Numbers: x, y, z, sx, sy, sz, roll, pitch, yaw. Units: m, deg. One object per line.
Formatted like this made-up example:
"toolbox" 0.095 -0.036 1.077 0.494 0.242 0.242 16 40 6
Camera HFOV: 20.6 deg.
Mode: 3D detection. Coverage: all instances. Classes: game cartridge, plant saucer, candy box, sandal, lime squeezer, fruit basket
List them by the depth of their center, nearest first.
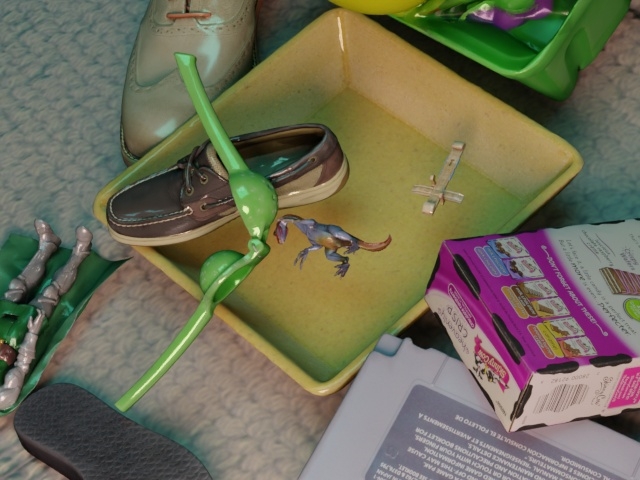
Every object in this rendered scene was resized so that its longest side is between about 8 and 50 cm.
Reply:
"game cartridge" 0.136 0.210 1.370 0.294 0.060 0.196 25 57 13
"candy box" 0.223 0.063 1.430 0.233 0.071 0.159 -6 44 -25
"lime squeezer" -0.096 0.000 1.487 0.110 0.059 0.310 10 88 -6
"sandal" -0.166 0.201 1.497 0.097 0.054 0.254 -33 42 -21
"plant saucer" 0.016 -0.030 1.610 0.333 0.081 0.333 -40 55 -18
"fruit basket" 0.096 -0.308 1.617 0.392 0.392 0.283 32 85 32

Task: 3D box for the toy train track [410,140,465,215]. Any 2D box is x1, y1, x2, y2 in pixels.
"toy train track" 0.108 -0.058 1.549 0.048 0.014 0.083 13 56 22

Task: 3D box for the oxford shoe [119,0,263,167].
"oxford shoe" -0.128 -0.241 1.768 0.140 0.146 0.397 2 53 15

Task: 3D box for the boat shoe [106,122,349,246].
"boat shoe" -0.088 -0.058 1.558 0.224 0.073 0.080 -14 50 3

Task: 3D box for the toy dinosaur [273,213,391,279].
"toy dinosaur" 0.000 0.000 1.527 0.090 0.047 0.082 -5 32 -34

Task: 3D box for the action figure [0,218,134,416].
"action figure" -0.281 0.084 1.604 0.137 0.063 0.232 7 53 25
